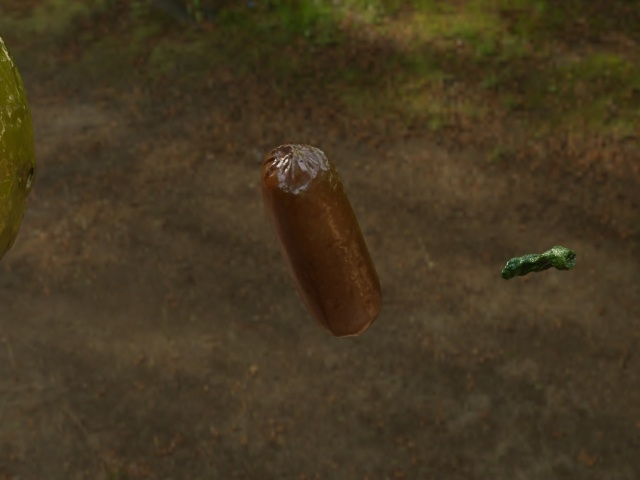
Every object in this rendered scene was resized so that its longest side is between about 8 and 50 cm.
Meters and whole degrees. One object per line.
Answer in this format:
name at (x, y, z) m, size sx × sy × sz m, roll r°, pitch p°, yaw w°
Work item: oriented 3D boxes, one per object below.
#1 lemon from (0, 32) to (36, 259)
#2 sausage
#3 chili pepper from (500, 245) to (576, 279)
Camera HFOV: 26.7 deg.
lemon at (-0.422, -0.080, 1.098) m, size 0.387 × 0.349 × 0.350 m, roll 0°, pitch 26°, yaw -37°
sausage at (0.000, 0.000, 1.150) m, size 0.076 × 0.197 × 0.076 m, roll -13°, pitch 38°, yaw 10°
chili pepper at (0.241, 0.024, 1.474) m, size 0.091 × 0.030 × 0.034 m, roll -13°, pitch 26°, yaw 35°
